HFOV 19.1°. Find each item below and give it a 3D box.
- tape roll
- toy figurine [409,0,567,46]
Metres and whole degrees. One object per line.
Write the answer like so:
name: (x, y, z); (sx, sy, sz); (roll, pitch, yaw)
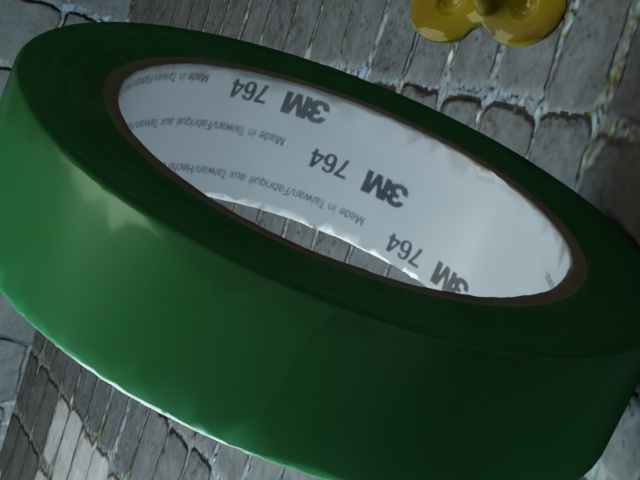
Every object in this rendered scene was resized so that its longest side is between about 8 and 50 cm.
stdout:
tape roll: (0.000, 0.000, 0.886); (0.321, 0.321, 0.077); (-111, 41, -62)
toy figurine: (0.191, -0.205, 0.698); (0.217, 0.362, 0.191); (-38, -62, -55)
